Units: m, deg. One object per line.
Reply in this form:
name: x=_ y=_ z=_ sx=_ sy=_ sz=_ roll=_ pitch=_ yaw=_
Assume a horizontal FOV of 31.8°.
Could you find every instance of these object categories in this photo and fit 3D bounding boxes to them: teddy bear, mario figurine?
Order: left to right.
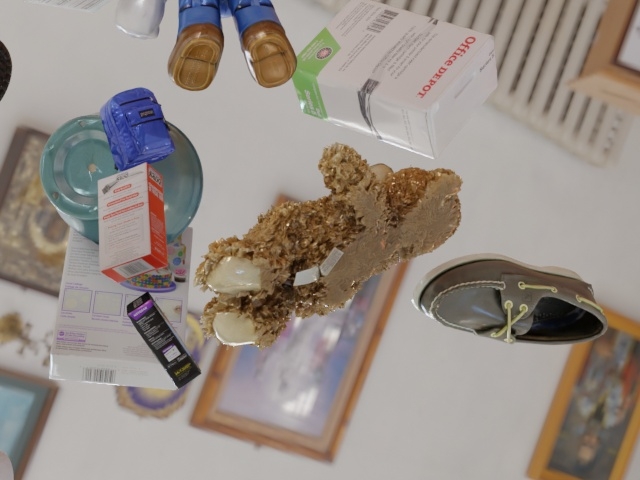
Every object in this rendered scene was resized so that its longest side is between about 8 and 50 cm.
mario figurine: x=-0.110 y=-0.287 z=1.251 sx=0.198 sy=0.320 sz=0.170 roll=22 pitch=134 yaw=-37
teddy bear: x=0.000 y=0.000 z=1.271 sx=0.113 sy=0.338 sz=0.245 roll=44 pitch=167 yaw=39

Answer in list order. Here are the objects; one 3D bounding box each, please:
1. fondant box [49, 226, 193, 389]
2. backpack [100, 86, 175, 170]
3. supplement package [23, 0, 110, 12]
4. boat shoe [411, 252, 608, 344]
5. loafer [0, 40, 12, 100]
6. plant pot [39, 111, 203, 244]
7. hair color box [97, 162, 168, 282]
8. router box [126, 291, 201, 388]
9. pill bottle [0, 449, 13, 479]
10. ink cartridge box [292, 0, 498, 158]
fondant box: x=-0.375 y=0.113 z=2.142 sx=0.238 sy=0.330 sz=0.096 roll=7 pitch=142 yaw=-10
backpack: x=-0.295 y=-0.189 z=1.830 sx=0.098 sy=0.120 sz=0.101 roll=-18 pitch=175 yaw=-36
supplement package: x=-0.522 y=-0.625 z=2.372 sx=0.199 sy=0.198 sz=0.263 roll=64 pitch=-158 yaw=4
boat shoe: x=0.263 y=0.088 z=1.519 sx=0.305 sy=0.109 sz=0.091 roll=5 pitch=-146 yaw=-33
loafer: x=-0.441 y=-0.153 z=1.275 sx=0.078 sy=0.220 sz=0.080 roll=18 pitch=151 yaw=36
plant pot: x=-0.372 y=-0.117 z=2.024 sx=0.272 sy=0.271 sz=0.255 roll=20 pitch=179 yaw=8
hair color box: x=-0.290 y=-0.028 z=1.730 sx=0.093 sy=0.167 sz=0.053 roll=-18 pitch=149 yaw=18
router box: x=-0.238 y=0.147 z=1.693 sx=0.133 sy=0.046 sz=0.179 roll=57 pitch=172 yaw=-7
pill bottle: x=-0.703 y=0.428 z=1.995 sx=0.160 sy=0.160 sz=0.283 roll=20 pitch=-178 yaw=41
ink cartridge box: x=0.120 y=-0.268 z=1.816 sx=0.273 sy=0.198 sz=0.114 roll=24 pitch=150 yaw=31
